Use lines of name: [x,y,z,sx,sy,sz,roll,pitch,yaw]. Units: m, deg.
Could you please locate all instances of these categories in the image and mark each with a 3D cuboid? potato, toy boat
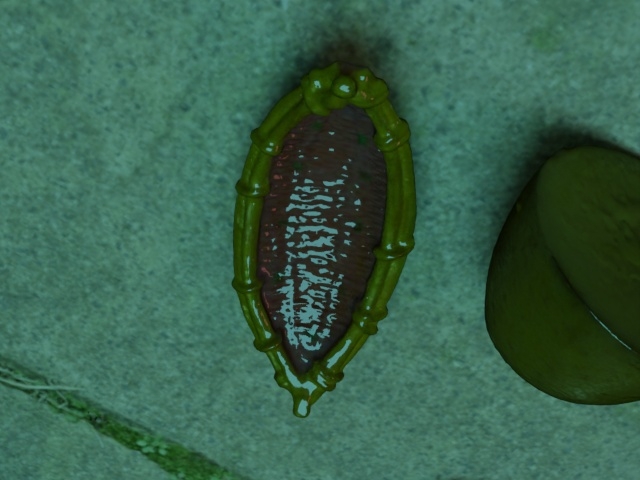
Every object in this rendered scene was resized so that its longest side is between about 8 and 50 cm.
potato: [0.196,0.046,0.745,0.203,0.178,0.158,11,146,-30]
toy boat: [0.001,-0.005,0.766,0.140,0.099,0.318,11,128,4]
